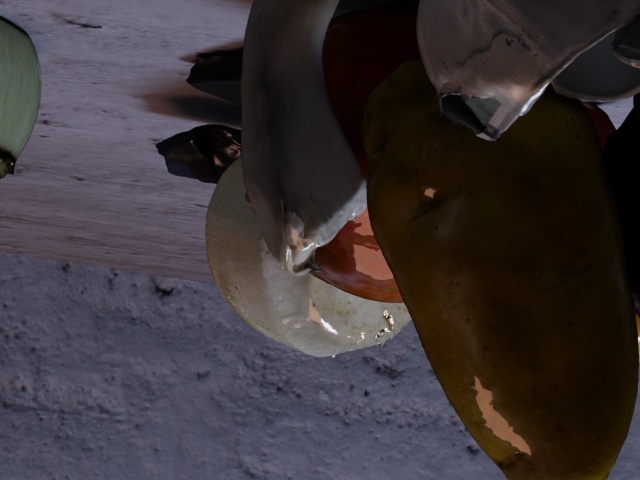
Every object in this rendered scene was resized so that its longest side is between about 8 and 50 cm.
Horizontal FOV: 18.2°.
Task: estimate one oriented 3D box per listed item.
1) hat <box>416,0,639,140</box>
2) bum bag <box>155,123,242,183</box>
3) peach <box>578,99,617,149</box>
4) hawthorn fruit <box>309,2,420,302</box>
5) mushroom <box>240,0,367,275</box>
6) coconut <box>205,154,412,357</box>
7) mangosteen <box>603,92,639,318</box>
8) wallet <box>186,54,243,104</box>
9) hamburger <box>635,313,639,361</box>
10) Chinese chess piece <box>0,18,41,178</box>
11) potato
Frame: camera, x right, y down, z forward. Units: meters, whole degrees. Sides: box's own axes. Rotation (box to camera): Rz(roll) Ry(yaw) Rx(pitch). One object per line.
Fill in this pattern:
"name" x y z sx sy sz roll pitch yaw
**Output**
"hat" 0.200 -0.171 1.412 0.275 0.161 0.232 -14 -175 -8
"bum bag" -0.048 -0.096 2.341 0.310 0.074 0.137 6 161 -22
"peach" 0.229 -0.101 1.995 0.127 0.092 0.172 16 -178 -13
"hawthorn fruit" 0.070 -0.075 1.744 0.284 0.284 0.284 8 171 1
"mushroom" -0.016 -0.110 1.574 0.096 0.278 0.099 -2 -175 20
"coconut" 0.000 0.000 2.225 0.245 0.245 0.247 14 -170 -33
"mangosteen" 0.367 -0.040 1.608 0.307 0.306 0.347 4 158 26
"wallet" 0.055 -0.132 2.093 0.378 0.051 0.197 15 172 -31
"hamburger" 0.334 0.039 2.386 0.244 0.244 0.163 7 172 10
"Chinese chess piece" -0.466 -0.164 2.075 0.349 0.146 0.349 9 171 1
"potato" 0.153 0.025 1.558 0.176 0.369 0.195 -16 -172 19
